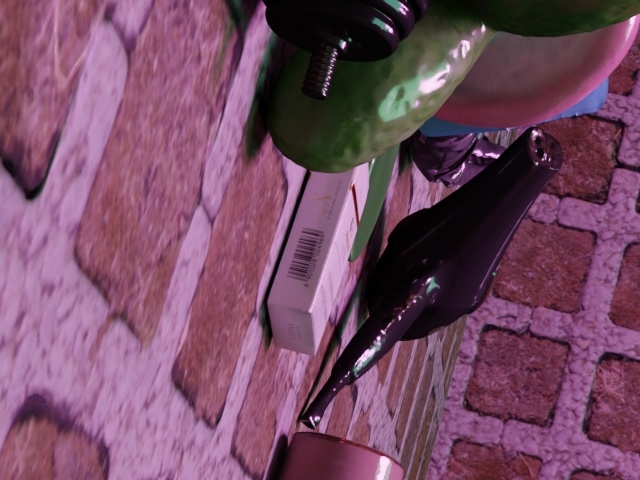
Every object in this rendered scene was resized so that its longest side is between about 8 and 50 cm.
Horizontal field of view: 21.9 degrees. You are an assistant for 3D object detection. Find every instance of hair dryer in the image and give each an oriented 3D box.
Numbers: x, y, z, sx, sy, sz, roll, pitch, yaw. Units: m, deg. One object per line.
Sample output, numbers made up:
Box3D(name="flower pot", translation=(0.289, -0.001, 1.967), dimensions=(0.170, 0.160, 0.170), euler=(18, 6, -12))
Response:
Box3D(name="hair dryer", translation=(-0.007, 0.306, 1.520), dimensions=(0.344, 0.107, 0.189), euler=(96, 11, -71))
Box3D(name="hair dryer", translation=(0.089, 0.060, 1.579), dimensions=(0.359, 0.120, 0.303), euler=(-47, 180, -45))

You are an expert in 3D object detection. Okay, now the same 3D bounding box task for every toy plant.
Box3D(name="toy plant", translation=(0.132, -0.187, 1.116), dimensions=(0.210, 0.317, 0.356), euler=(63, 21, -3))

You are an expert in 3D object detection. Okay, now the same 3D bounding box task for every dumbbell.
Box3D(name="dumbbell", translation=(0.023, -0.177, 0.933), dimensions=(0.099, 0.099, 0.208), euler=(71, 34, -74))

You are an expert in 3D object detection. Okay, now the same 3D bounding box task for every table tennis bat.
Box3D(name="table tennis bat", translation=(0.059, -0.102, 1.471), dimensions=(0.160, 0.039, 0.257), euler=(-56, 163, -69))

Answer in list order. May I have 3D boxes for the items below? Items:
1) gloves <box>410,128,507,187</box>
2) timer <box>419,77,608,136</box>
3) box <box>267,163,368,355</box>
Box3D(name="gloves", translation=(0.151, -0.126, 1.751), dimensions=(0.285, 0.119, 0.142), euler=(34, 73, -65))
Box3D(name="timer", translation=(0.174, -0.232, 1.573), dimensions=(0.232, 0.091, 0.250), euler=(-13, 100, -50))
Box3D(name="box", translation=(0.001, 0.000, 1.248), dimensions=(0.084, 0.040, 0.154), euler=(80, 25, -62))
